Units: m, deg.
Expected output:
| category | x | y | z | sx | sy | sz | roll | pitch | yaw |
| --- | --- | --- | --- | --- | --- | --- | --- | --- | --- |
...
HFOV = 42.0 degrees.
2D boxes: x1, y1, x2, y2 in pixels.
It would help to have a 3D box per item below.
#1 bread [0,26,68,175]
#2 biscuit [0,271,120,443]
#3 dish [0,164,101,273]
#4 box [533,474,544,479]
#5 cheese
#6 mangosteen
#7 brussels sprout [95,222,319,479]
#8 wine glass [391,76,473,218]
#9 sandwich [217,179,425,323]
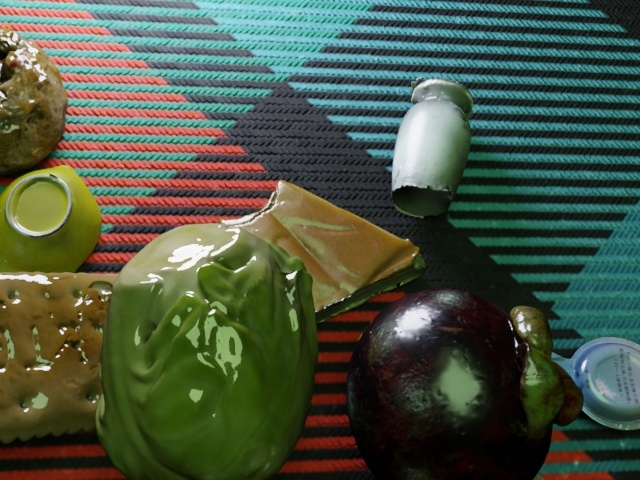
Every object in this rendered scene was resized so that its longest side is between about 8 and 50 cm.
| category | x | y | z | sx | sy | sz | roll | pitch | yaw |
| --- | --- | --- | --- | --- | --- | --- | --- | --- | --- |
| bread | -0.474 | -0.202 | 1.173 | 0.230 | 0.123 | 0.230 | 3 | 70 | -8 |
| biscuit | -0.332 | 0.133 | 1.018 | 0.325 | 0.044 | 0.217 | 4 | 62 | -40 |
| dish | -0.380 | -0.029 | 1.138 | 0.149 | 0.080 | 0.207 | 10 | 64 | -4 |
| box | 0.331 | 0.445 | 1.076 | 0.285 | 0.044 | 0.142 | 43 | 72 | 10 |
| cheese | 0.389 | 0.201 | 1.183 | 0.245 | 0.052 | 0.135 | 2 | 64 | -8 |
| mangosteen | 0.171 | 0.191 | 1.023 | 0.288 | 0.288 | 0.288 | 3 | 67 | -8 |
| brussels sprout | -0.127 | 0.153 | 0.982 | 0.247 | 0.328 | 0.328 | -3 | 66 | 13 |
| wine glass | 0.168 | -0.141 | 1.258 | 0.111 | 0.111 | 0.204 | 16 | 62 | -3 |
| sandwich | 0.000 | 0.000 | 1.197 | 0.245 | 0.063 | 0.212 | -24 | 72 | -19 |
